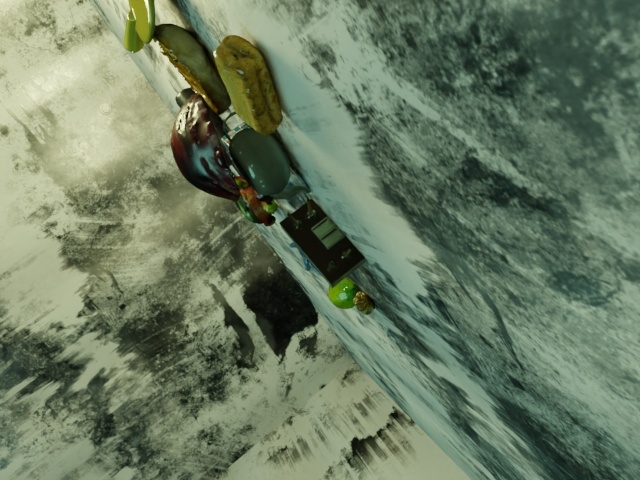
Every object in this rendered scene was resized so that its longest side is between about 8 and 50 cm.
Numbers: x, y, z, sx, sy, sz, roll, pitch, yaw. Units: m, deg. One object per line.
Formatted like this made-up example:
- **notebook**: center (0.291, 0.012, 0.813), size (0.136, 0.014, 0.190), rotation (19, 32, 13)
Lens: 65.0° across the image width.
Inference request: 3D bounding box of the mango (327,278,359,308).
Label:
- **mango**: center (0.083, 0.189, 1.801), size (0.119, 0.100, 0.178), rotation (55, 163, -5)

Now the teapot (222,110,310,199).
- **teapot**: center (-0.157, -0.219, 1.361), size (0.294, 0.129, 0.193), rotation (56, 170, -13)

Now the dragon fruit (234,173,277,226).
- **dragon fruit**: center (-0.294, -0.179, 2.177), size (0.295, 0.130, 0.268), rotation (40, 160, 52)

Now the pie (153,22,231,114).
- **pie**: center (-0.364, -0.496, 1.443), size (0.315, 0.092, 0.315), rotation (49, 175, 6)

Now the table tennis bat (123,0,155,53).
- **table tennis bat**: center (-0.491, -0.618, 1.355), size (0.368, 0.054, 0.224), rotation (-26, 80, 63)

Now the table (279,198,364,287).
- **table**: center (0.001, -0.006, 1.394), size (0.240, 0.121, 0.111), rotation (48, 170, 19)

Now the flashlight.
- **flashlight**: center (-0.380, -0.399, 1.873), size (0.424, 0.103, 0.103), rotation (49, 170, 9)

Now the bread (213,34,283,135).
- **bread**: center (-0.144, -0.318, 1.041), size (0.114, 0.083, 0.211), rotation (42, 167, 23)

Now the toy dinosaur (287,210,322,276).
- **toy dinosaur**: center (-0.056, 0.041, 1.997), size (0.329, 0.076, 0.144), rotation (62, 165, 7)

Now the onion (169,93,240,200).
- **onion**: center (-0.325, -0.241, 1.344), size (0.280, 0.146, 0.314), rotation (162, 87, -80)

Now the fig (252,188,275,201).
- **fig**: center (-0.189, -0.179, 1.847), size (0.089, 0.089, 0.125), rotation (47, -163, 27)

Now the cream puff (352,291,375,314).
- **cream puff**: center (0.150, 0.212, 1.707), size (0.058, 0.083, 0.083), rotation (-22, 97, 35)

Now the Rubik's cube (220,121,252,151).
- **Rubik's cube**: center (-0.233, -0.291, 1.544), size (0.092, 0.092, 0.092), rotation (44, 167, 45)
